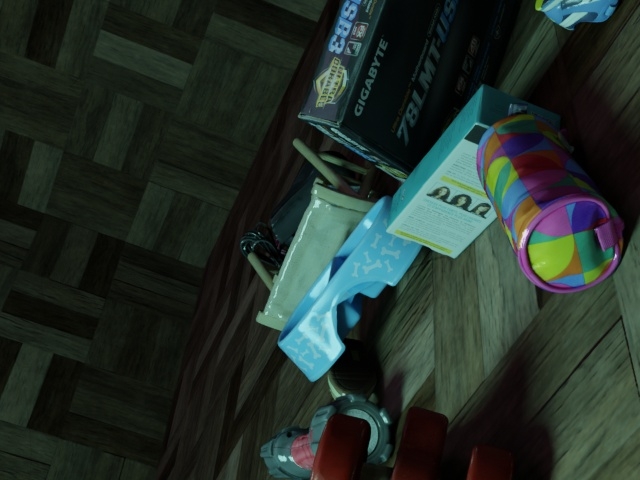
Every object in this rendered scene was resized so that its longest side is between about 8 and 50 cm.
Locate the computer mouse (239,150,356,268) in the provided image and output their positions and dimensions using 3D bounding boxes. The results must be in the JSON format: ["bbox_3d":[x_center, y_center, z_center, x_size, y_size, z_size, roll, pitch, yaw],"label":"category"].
[{"bbox_3d":[-0.010,-0.046,1.898,0.272,0.188,0.072,-59,28,-11],"label":"computer mouse"}]

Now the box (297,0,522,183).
[{"bbox_3d":[0.125,-0.231,1.264,0.073,0.293,0.296,17,84,35],"label":"box"}]

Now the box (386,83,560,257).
[{"bbox_3d":[0.171,-0.073,1.176,0.244,0.100,0.060,127,160,-54],"label":"box"}]

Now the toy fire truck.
[{"bbox_3d":[0.071,0.310,0.929,0.254,0.169,0.302,80,-158,-62],"label":"toy fire truck"}]

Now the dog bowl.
[{"bbox_3d":[0.043,0.062,1.433,0.297,0.074,0.166,-53,6,15],"label":"dog bowl"}]

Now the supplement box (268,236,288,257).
[{"bbox_3d":[-0.028,-0.013,1.990,0.081,0.104,0.188,169,120,-78],"label":"supplement box"}]

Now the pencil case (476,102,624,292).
[{"bbox_3d":[0.211,-0.045,0.953,0.236,0.104,0.104,-93,25,-62],"label":"pencil case"}]

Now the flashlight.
[{"bbox_3d":[-0.004,0.277,1.367,0.103,0.103,0.304,-30,-3,-27],"label":"flashlight"}]

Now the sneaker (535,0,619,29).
[{"bbox_3d":[0.296,-0.267,1.058,0.144,0.059,0.053,-21,37,49],"label":"sneaker"}]

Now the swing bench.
[{"bbox_3d":[0.000,0.000,1.716,0.255,0.165,0.253,-109,41,-64],"label":"swing bench"}]

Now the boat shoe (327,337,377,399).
[{"bbox_3d":[0.042,0.203,1.433,0.190,0.068,0.072,-75,-4,-75],"label":"boat shoe"}]
